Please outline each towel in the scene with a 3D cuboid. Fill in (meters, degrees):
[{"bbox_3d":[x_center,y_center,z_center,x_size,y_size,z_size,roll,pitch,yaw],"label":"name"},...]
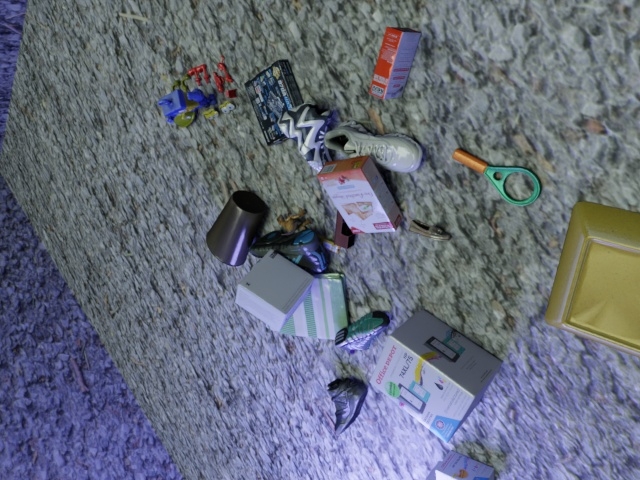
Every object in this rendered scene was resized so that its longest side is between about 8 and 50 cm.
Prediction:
[{"bbox_3d":[-0.059,0.222,1.751,0.325,0.038,0.247,1,109,23],"label":"towel"}]

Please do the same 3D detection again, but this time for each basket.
[{"bbox_3d":[-0.301,-0.057,1.824,0.226,0.154,0.204,-58,46,33],"label":"basket"}]

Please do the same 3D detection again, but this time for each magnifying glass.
[{"bbox_3d":[0.429,-0.163,1.240,0.231,0.026,0.092,36,127,26],"label":"magnifying glass"}]

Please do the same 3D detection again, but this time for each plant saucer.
[{"bbox_3d":[0.679,0.113,1.097,0.333,0.081,0.332,20,119,35],"label":"plant saucer"}]

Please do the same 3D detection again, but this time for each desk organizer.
[{"bbox_3d":[0.080,-0.043,1.571,0.050,0.047,0.130,21,120,31],"label":"desk organizer"}]

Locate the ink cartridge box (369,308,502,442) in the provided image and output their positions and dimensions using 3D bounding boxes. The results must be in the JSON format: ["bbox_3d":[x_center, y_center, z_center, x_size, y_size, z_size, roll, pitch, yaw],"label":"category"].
[{"bbox_3d":[0.320,0.371,1.424,0.270,0.197,0.198,33,125,27],"label":"ink cartridge box"}]

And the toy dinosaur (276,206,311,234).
[{"bbox_3d":[-0.088,-0.049,1.661,0.064,0.112,0.211,60,173,-19],"label":"toy dinosaur"}]

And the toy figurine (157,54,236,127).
[{"bbox_3d":[-0.493,-0.504,1.764,0.363,0.217,0.191,-5,103,41],"label":"toy figurine"}]

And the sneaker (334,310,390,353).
[{"bbox_3d":[0.153,0.305,1.645,0.224,0.083,0.098,-31,120,35],"label":"sneaker"}]

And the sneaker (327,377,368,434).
[{"bbox_3d":[0.077,0.578,1.794,0.130,0.087,0.227,33,122,29],"label":"sneaker"}]

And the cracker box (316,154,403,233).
[{"bbox_3d":[0.114,-0.123,1.430,0.156,0.067,0.232,-3,134,41],"label":"cracker box"}]

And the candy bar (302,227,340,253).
[{"bbox_3d":[0.000,0.000,1.675,0.162,0.018,0.040,24,125,31],"label":"candy bar"}]

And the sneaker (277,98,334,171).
[{"bbox_3d":[0.004,-0.314,1.495,0.153,0.094,0.235,-36,101,21],"label":"sneaker"}]

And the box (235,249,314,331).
[{"bbox_3d":[-0.147,0.159,1.625,0.182,0.181,0.119,32,142,10],"label":"box"}]

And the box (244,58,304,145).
[{"bbox_3d":[-0.137,-0.432,1.600,0.175,0.051,0.220,-18,95,43],"label":"box"}]

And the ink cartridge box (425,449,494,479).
[{"bbox_3d":[0.422,0.711,1.535,0.181,0.104,0.061,9,112,38],"label":"ink cartridge box"}]

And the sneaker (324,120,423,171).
[{"bbox_3d":[0.139,-0.251,1.392,0.292,0.118,0.110,22,118,31],"label":"sneaker"}]

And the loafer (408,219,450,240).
[{"bbox_3d":[0.299,-0.028,1.393,0.125,0.045,0.039,15,109,39],"label":"loafer"}]

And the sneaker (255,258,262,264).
[{"bbox_3d":[-0.157,0.138,1.841,0.188,0.067,0.078,35,159,15],"label":"sneaker"}]

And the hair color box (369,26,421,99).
[{"bbox_3d":[0.188,-0.451,1.285,0.053,0.093,0.167,32,124,29],"label":"hair color box"}]

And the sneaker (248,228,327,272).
[{"bbox_3d":[-0.120,0.049,1.727,0.341,0.125,0.139,1,127,49],"label":"sneaker"}]
